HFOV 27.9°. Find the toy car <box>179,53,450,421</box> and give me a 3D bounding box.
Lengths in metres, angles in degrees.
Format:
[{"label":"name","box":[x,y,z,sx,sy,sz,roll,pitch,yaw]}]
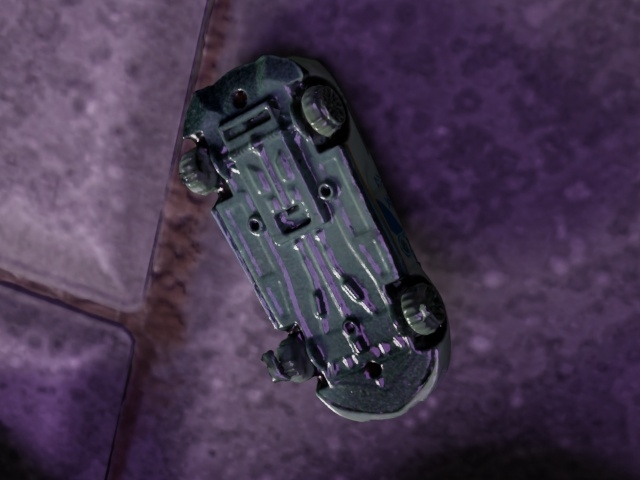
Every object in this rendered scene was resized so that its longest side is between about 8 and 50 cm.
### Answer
[{"label":"toy car","box":[0.000,0.000,0.630,0.093,0.058,0.186,-25,94,25]}]
